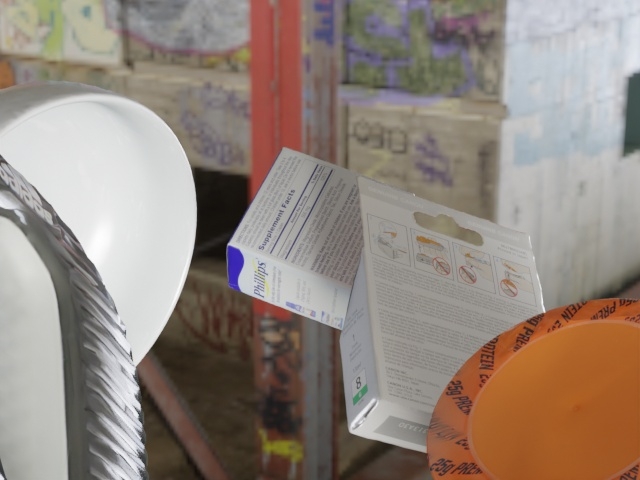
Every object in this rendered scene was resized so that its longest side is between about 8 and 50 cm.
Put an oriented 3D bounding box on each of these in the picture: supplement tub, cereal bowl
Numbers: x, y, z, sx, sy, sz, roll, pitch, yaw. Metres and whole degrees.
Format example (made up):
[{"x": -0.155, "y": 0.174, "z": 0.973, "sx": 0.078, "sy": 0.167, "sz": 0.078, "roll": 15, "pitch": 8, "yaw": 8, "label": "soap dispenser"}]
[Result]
[{"x": 0.194, "y": 0.208, "z": 0.735, "sx": 0.207, "sy": 0.338, "sz": 0.207, "roll": -19, "pitch": -146, "yaw": 13, "label": "supplement tub"}, {"x": -0.281, "y": 0.004, "z": 1.219, "sx": 0.141, "sy": 0.339, "sz": 0.339, "roll": 27, "pitch": -151, "yaw": 35, "label": "cereal bowl"}]

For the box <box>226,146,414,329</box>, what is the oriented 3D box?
[{"x": 0.000, "y": 0.000, "z": 1.198, "sx": 0.137, "sy": 0.072, "sz": 0.126, "roll": 21, "pitch": -123, "yaw": 10, "label": "box"}]

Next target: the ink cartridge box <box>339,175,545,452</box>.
[{"x": 0.100, "y": 0.069, "z": 1.028, "sx": 0.181, "sy": 0.056, "sz": 0.225, "roll": 18, "pitch": -138, "yaw": -24, "label": "ink cartridge box"}]

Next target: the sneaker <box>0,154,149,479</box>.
[{"x": -0.166, "y": 0.190, "z": 0.297, "sx": 0.257, "sy": 0.169, "sz": 0.447, "roll": -24, "pitch": -134, "yaw": 13, "label": "sneaker"}]
